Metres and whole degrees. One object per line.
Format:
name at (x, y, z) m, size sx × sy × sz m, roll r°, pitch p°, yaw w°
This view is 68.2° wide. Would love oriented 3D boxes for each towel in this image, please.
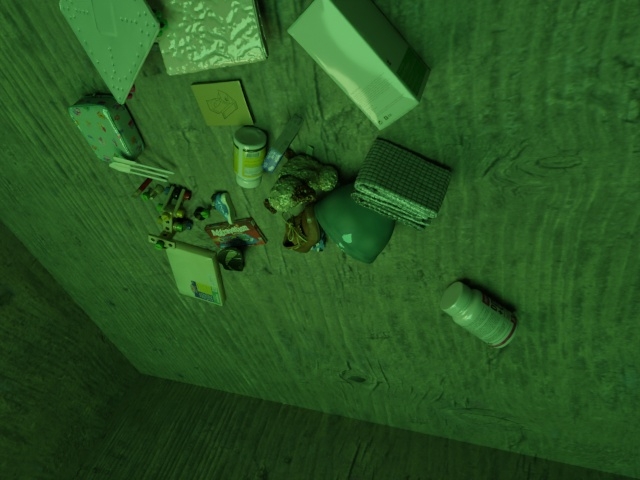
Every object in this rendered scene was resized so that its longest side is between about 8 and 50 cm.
towel at (-0.335, -0.659, 1.357) m, size 0.331 × 0.053 × 0.317 m, roll -3°, pitch 116°, yaw 17°
towel at (0.260, -0.178, 1.524) m, size 0.283 × 0.235 × 0.121 m, roll 24°, pitch 142°, yaw 3°

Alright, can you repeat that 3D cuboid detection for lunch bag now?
lunch bag at (-0.852, -0.447, 1.883) m, size 0.223 × 0.108 × 0.279 m, roll 7°, pitch 136°, yaw 22°

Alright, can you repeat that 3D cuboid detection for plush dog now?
plush dog at (-0.098, -0.196, 1.684) m, size 0.262 × 0.226 × 0.211 m, roll -20°, pitch 123°, yaw 40°

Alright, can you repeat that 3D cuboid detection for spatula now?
spatula at (-0.745, -0.296, 1.968) m, size 0.241 × 0.019 × 0.168 m, roll 12°, pitch 164°, yaw -28°

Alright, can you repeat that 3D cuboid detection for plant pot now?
plant pot at (0.152, -0.092, 1.661) m, size 0.293 × 0.293 × 0.196 m, roll 39°, pitch 113°, yaw -16°

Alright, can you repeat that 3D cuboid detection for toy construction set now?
toy construction set at (-0.692, -0.104, 2.068) m, size 0.308 × 0.237 × 0.257 m, roll 38°, pitch 138°, yaw -14°

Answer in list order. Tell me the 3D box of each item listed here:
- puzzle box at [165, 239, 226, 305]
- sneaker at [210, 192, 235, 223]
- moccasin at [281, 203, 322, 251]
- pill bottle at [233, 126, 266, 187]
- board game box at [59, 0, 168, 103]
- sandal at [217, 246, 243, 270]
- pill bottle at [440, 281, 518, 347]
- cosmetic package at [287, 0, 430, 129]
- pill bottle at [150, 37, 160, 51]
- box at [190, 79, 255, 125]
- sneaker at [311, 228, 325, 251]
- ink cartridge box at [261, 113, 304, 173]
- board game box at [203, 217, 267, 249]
puzzle box at (-0.652, 0.176, 2.488) m, size 0.271 × 0.052 × 0.409 m, roll 15°, pitch 139°, yaw 11°
sneaker at (-0.424, -0.138, 2.035) m, size 0.084 × 0.058 × 0.152 m, roll 2°, pitch 130°, yaw 17°
moccasin at (-0.081, -0.045, 1.837) m, size 0.146 × 0.139 × 0.380 m, roll 0°, pitch 169°, yaw -13°
pill bottle at (-0.262, -0.301, 1.738) m, size 0.119 × 0.119 × 0.209 m, roll 20°, pitch 139°, yaw 6°
board game box at (-0.642, -0.690, 1.445) m, size 0.389 × 0.050 × 0.390 m, roll -31°, pitch 91°, yaw 47°
sandal at (-0.415, 0.077, 2.216) m, size 0.120 × 0.087 × 0.303 m, roll 13°, pitch 163°, yaw -5°
pill bottle at (0.633, 0.295, 1.895) m, size 0.283 × 0.160 × 0.160 m, roll 33°, pitch 139°, yaw -10°
cosmetic package at (0.113, -0.508, 1.276) m, size 0.365 × 0.197 × 0.155 m, roll 42°, pitch 137°, yaw -21°
pill bottle at (-0.508, -0.654, 1.493) m, size 0.180 × 0.108 × 0.108 m, roll 9°, pitch 137°, yaw 18°
box at (-0.342, -0.481, 1.661) m, size 0.201 × 0.021 × 0.165 m, roll 5°, pitch 135°, yaw 23°
sneaker at (0.000, 0.000, 1.981) m, size 0.059 × 0.053 × 0.144 m, roll 23°, pitch 147°, yaw -1°
ink cartridge box at (-0.125, -0.324, 1.576) m, size 0.046 × 0.207 × 0.097 m, roll 31°, pitch 139°, yaw -8°
board game box at (-0.390, -0.027, 2.162) m, size 0.281 × 0.027 × 0.145 m, roll -8°, pitch 129°, yaw 32°
